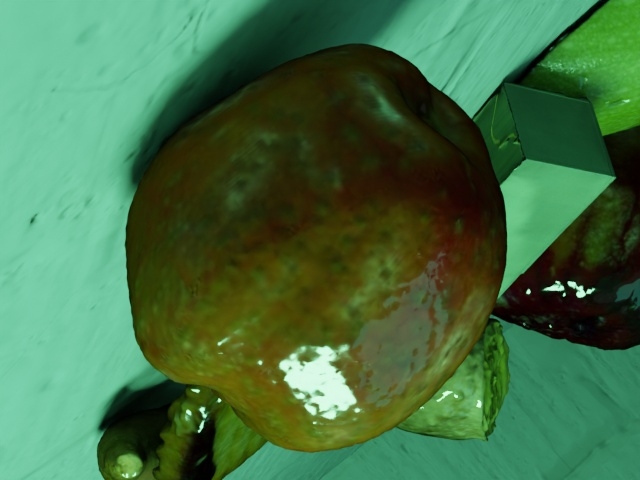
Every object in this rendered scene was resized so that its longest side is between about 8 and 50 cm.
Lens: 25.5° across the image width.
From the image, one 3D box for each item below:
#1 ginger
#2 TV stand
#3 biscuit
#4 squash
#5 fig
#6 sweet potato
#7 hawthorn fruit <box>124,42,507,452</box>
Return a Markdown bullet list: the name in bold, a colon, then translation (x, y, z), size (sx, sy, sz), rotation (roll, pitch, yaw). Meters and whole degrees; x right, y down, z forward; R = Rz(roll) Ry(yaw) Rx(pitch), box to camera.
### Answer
- **ginger**: translation (0.082, 0.121, 1.377), size (0.275, 0.221, 0.130), rotation (36, 67, -62)
- **TV stand**: translation (0.123, -0.009, 1.147), size (0.088, 0.083, 0.269), rotation (11, 142, -25)
- **biscuit**: translation (-0.008, 0.053, 1.011), size (0.318, 0.040, 0.318), rotation (-49, 168, -14)
- **squash**: translation (0.221, -0.111, 1.155), size (0.184, 0.085, 0.192), rotation (-43, 167, 5)
- **fig**: translation (0.249, -0.008, 1.313), size (0.263, 0.224, 0.224), rotation (-34, 167, -35)
- **sweet potato**: translation (-0.115, 0.165, 1.121), size (0.314, 0.066, 0.072), rotation (8, 88, -75)
- **hawthorn fruit**: translation (0.000, 0.000, 0.659), size (0.189, 0.189, 0.189), rotation (-39, 168, -10)
